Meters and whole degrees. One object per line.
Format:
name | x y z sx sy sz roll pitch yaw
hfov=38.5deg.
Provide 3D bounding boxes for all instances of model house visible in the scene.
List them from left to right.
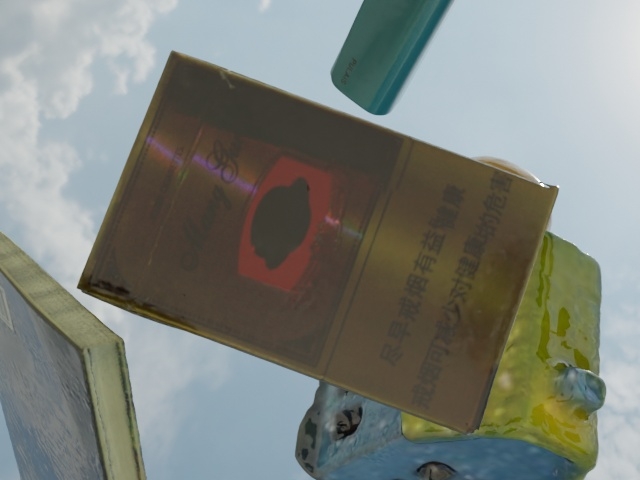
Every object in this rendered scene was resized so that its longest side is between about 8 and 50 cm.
model house | 0.158 0.140 0.909 0.303 0.215 0.237 -34 -149 45

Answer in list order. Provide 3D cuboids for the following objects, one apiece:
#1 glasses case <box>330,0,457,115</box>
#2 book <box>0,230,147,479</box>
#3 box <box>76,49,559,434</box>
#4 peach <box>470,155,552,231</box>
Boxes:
glasses case | 0.108 -0.307 1.253 0.117 0.301 0.070 34 -130 4
book | -0.151 0.110 0.531 0.024 0.228 0.160 -27 -138 -33
box | 0.000 0.000 0.544 0.240 0.071 0.159 21 -94 2
peach | 0.184 -0.030 1.024 0.138 0.138 0.138 -15 -134 16
